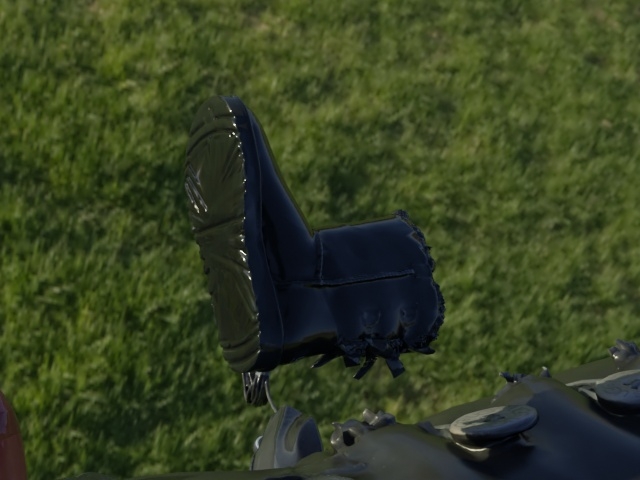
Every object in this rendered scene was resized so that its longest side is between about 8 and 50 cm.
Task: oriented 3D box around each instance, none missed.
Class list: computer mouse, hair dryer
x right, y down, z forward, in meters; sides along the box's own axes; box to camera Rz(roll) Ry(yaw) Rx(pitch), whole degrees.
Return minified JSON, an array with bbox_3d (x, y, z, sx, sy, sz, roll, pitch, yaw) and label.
[{"bbox_3d":[-0.042,0.127,0.887,0.041,0.071,0.242,11,26,-20],"label":"computer mouse"},{"bbox_3d":[-0.347,0.190,1.301,0.080,0.224,0.294,-11,69,-2],"label":"hair dryer"}]

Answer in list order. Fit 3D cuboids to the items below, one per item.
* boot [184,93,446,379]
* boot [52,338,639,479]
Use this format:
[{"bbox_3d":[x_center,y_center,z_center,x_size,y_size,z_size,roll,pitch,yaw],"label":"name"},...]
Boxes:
[{"bbox_3d":[0.000,0.000,0.510,0.099,0.045,0.121,-3,76,-37],"label":"boot"},{"bbox_3d":[0.140,0.144,0.501,0.445,0.146,0.367,-5,16,-31],"label":"boot"}]
